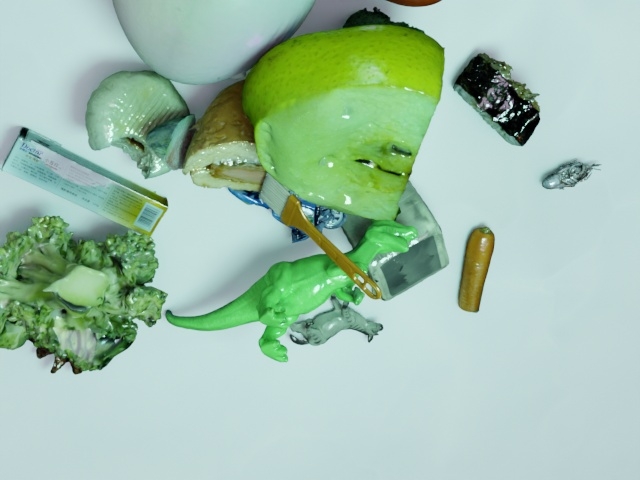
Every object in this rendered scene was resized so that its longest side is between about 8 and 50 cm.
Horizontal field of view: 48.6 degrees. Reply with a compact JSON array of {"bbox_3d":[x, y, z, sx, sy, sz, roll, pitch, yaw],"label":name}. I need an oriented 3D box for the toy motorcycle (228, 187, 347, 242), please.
[{"bbox_3d":[-0.072,-0.077,1.524,0.254,0.092,0.136,31,112,-17],"label":"toy motorcycle"}]

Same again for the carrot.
[{"bbox_3d":[0.381,0.067,1.735,0.067,0.067,0.225,-2,116,-15],"label":"carrot"}]

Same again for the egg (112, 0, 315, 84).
[{"bbox_3d":[-0.192,-0.428,1.189,0.354,0.355,0.340,19,122,-23],"label":"egg"}]

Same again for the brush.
[{"bbox_3d":[0.000,0.000,1.323,0.017,0.314,0.090,-40,168,-29],"label":"brush"}]

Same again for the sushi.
[{"bbox_3d":[0.392,-0.300,1.520,0.212,0.147,0.115,39,104,-20],"label":"sushi"}]

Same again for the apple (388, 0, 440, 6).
[{"bbox_3d":[0.152,-0.547,1.283,0.240,0.242,0.242,5,113,-11],"label":"apple"}]

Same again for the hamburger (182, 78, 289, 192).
[{"bbox_3d":[-0.117,-0.214,1.376,0.329,0.209,0.162,-2,151,-29],"label":"hamburger"}]

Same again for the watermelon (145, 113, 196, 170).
[{"bbox_3d":[-0.272,-0.174,1.293,0.081,0.180,0.094,-14,98,14],"label":"watermelon"}]

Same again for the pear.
[{"bbox_3d":[0.026,-0.219,1.184,0.317,0.239,0.343,10,146,-3],"label":"pear"}]

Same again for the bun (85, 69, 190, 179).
[{"bbox_3d":[-0.354,-0.222,1.350,0.204,0.126,0.213,-40,128,-25],"label":"bun"}]

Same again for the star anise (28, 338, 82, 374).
[{"bbox_3d":[-0.561,0.195,1.519,0.234,0.073,0.177,39,91,-18],"label":"star anise"}]

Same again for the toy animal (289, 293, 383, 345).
[{"bbox_3d":[0.034,0.205,1.697,0.216,0.073,0.176,-23,133,0],"label":"toy animal"}]

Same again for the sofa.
[{"bbox_3d":[0.168,0.001,1.635,0.210,0.176,0.225,-32,147,1],"label":"sofa"}]

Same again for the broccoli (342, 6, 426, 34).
[{"bbox_3d":[0.125,-0.311,1.411,0.269,0.254,0.269,-29,143,-25],"label":"broccoli"}]

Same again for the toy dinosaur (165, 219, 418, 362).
[{"bbox_3d":[-0.084,0.061,1.510,0.375,0.499,0.144,-52,133,-32],"label":"toy dinosaur"}]

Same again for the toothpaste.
[{"bbox_3d":[-0.460,-0.110,1.404,0.312,0.071,0.089,27,107,-26],"label":"toothpaste"}]

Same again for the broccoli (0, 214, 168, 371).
[{"bbox_3d":[-0.485,0.098,1.377,0.338,0.317,0.277,40,56,-51],"label":"broccoli"}]

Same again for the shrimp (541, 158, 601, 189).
[{"bbox_3d":[0.602,-0.159,1.693,0.165,0.065,0.057,-23,95,-5],"label":"shrimp"}]
